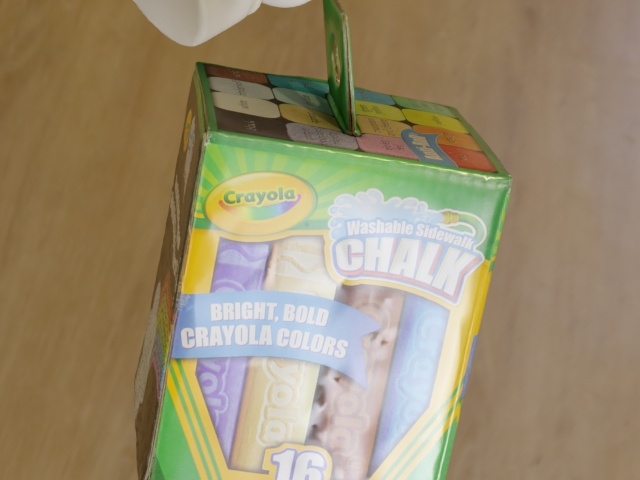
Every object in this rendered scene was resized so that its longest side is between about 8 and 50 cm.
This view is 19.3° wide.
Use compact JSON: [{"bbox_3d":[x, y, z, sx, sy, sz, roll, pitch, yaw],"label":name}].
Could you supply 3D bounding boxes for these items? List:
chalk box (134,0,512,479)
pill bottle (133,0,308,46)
[{"bbox_3d":[0.000,0.000,1.128,0.179,0.289,0.180,10,17,-9],"label":"chalk box"},{"bbox_3d":[-0.002,-0.320,1.551,0.361,0.204,0.204,-34,66,-19],"label":"pill bottle"}]
